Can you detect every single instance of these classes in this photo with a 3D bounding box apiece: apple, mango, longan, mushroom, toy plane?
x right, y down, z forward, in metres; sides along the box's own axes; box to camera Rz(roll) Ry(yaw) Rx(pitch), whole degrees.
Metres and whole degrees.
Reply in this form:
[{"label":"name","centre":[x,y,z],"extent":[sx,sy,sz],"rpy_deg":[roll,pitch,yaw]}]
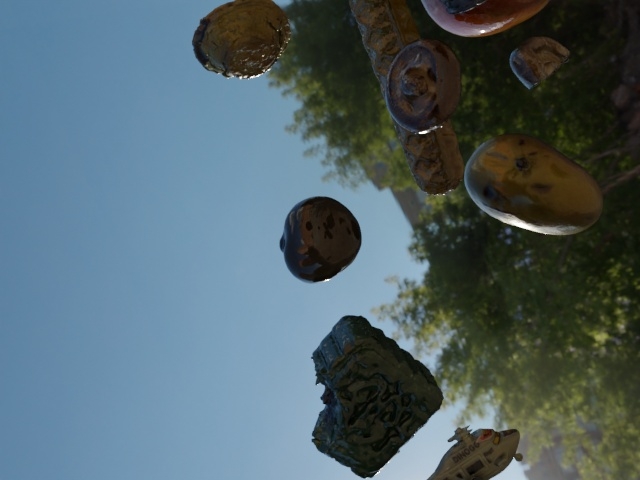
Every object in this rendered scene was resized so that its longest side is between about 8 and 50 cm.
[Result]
[{"label":"apple","centre":[0.258,-0.449,1.157],"extent":[0.242,0.242,0.241],"rpy_deg":[60,166,-14]},{"label":"mango","centre":[0.561,-0.125,1.896],"extent":[0.445,0.301,0.221],"rpy_deg":[24,-97,-42]},{"label":"longan","centre":[0.000,0.000,1.557],"extent":[0.189,0.189,0.189],"rpy_deg":[44,-146,-40]},{"label":"mushroom","centre":[0.434,-0.360,1.468],"extent":[0.094,0.072,0.210],"rpy_deg":[54,-139,-5]},{"label":"toy plane","centre":[0.205,0.389,1.207],"extent":[0.108,0.286,0.092],"rpy_deg":[55,-178,-6]},{"label":"mushroom","centre":[0.136,-0.203,0.960],"extent":[0.109,0.085,0.126],"rpy_deg":[-159,78,-75]}]

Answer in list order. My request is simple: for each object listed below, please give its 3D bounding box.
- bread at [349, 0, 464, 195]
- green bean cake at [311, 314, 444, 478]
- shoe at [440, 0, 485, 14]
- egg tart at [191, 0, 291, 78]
[{"label":"bread","centre":[0.138,-0.242,1.148],"extent":[0.084,0.077,0.368],"rpy_deg":[-31,-76,-38]},{"label":"green bean cake","centre":[0.094,0.377,1.740],"extent":[0.300,0.308,0.169],"rpy_deg":[38,-172,-18]},{"label":"shoe","centre":[0.228,-0.395,0.820],"extent":[0.149,0.293,0.109],"rpy_deg":[43,-152,-26]},{"label":"egg tart","centre":[-0.175,-0.453,1.689],"extent":[0.241,0.241,0.106],"rpy_deg":[22,-139,-56]}]
